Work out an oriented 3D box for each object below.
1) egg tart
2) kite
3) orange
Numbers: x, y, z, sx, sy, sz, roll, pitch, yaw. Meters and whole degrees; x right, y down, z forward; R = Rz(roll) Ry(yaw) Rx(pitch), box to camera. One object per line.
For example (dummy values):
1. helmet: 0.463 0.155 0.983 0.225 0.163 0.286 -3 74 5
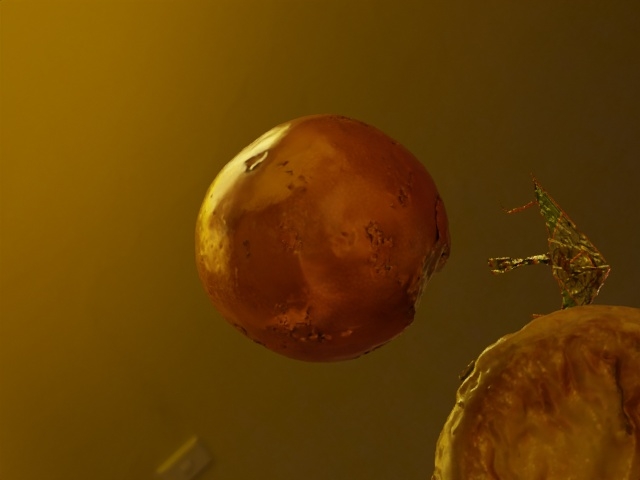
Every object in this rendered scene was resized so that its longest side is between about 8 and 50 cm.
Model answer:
1. egg tart: 0.261 0.228 0.756 0.341 0.341 0.132 40 -4 21
2. kite: 0.247 0.021 0.944 0.244 0.006 0.198 180 -107 -72
3. orange: 0.000 0.000 0.794 0.240 0.240 0.240 39 -25 22
